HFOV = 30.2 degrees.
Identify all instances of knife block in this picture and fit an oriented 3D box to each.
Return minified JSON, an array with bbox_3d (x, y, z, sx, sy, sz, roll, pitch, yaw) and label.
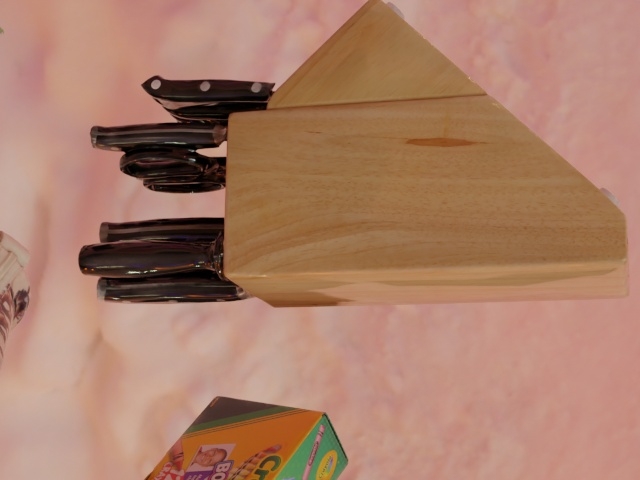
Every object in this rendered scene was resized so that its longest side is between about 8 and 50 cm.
[{"bbox_3d":[0.000,0.000,0.667,0.242,0.088,0.276,-46,69,1],"label":"knife block"}]

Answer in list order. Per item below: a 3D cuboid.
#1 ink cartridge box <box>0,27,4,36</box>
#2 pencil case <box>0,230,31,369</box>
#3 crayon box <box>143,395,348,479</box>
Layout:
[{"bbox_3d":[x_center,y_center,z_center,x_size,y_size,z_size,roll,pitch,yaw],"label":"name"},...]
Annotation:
[{"bbox_3d":[-0.507,-0.259,1.372,0.160,0.092,0.219,-37,105,29],"label":"ink cartridge box"},{"bbox_3d":[-0.386,0.138,1.144,0.183,0.410,0.160,-23,119,11],"label":"pencil case"},{"bbox_3d":[-0.115,0.293,1.259,0.165,0.278,0.081,2,128,39],"label":"crayon box"}]
